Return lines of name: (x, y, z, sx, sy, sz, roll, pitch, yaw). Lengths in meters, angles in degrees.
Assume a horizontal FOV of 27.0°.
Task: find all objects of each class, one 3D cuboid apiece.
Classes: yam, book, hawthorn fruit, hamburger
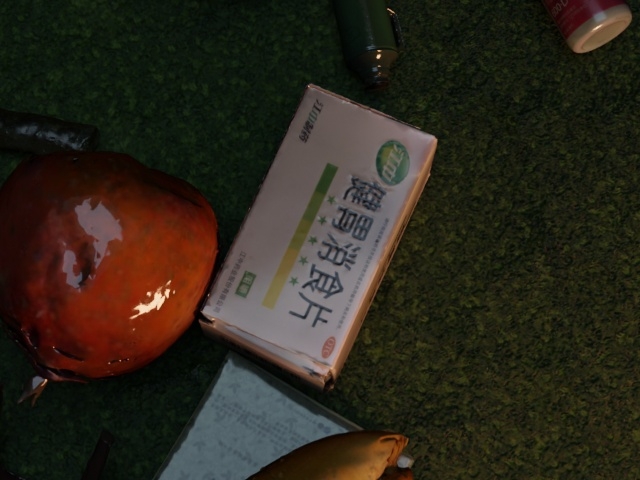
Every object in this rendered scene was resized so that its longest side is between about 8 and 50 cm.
yam: (-0.410, -0.143, 1.699, 0.253, 0.061, 0.061, 11, 76, 5)
book: (-0.093, 0.355, 1.577, 0.264, 0.031, 0.379, 29, 78, 8)
hawthorn fruit: (-0.268, 0.053, 1.541, 0.276, 0.276, 0.307, 19, 80, 6)
hamburger: (-0.015, 0.303, 1.493, 0.283, 0.156, 0.144, -34, 78, -5)

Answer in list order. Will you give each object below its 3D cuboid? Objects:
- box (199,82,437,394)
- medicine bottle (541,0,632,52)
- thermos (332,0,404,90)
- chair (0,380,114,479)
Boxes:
box: (-0.001, 0.002, 1.606, 0.173, 0.145, 0.333, 23, 77, 8)
medicine bottle: (0.311, -0.352, 1.715, 0.090, 0.090, 0.217, -26, 77, -5)
thermos: (0.056, -0.283, 1.720, 0.073, 0.083, 0.188, -16, 76, 20)
chair: (-0.378, 0.361, 1.543, 0.175, 0.183, 0.326, 25, 122, 7)
